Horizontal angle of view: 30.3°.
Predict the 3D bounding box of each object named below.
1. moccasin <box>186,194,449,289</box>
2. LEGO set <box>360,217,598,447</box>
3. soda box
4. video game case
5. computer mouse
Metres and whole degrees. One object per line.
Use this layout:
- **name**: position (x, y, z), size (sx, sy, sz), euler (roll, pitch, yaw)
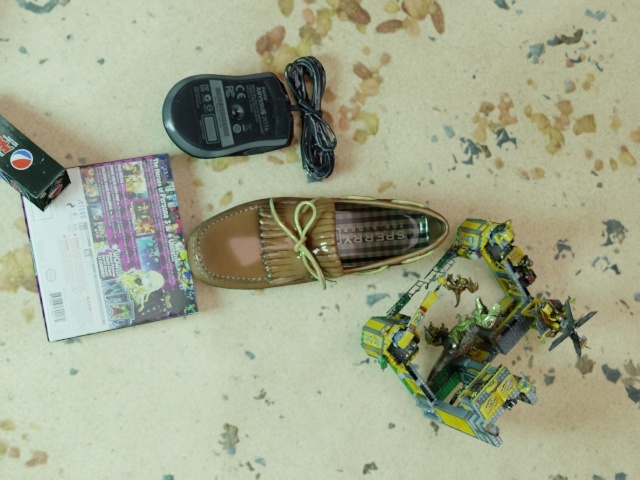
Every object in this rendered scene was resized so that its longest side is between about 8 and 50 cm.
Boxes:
- **moccasin**: position (0.000, 0.003, 1.679), size (0.380, 0.147, 0.139), euler (1, 85, -19)
- **LEGO set**: position (0.243, 0.132, 1.703), size (0.331, 0.192, 0.255), euler (-37, 116, -23)
- **soda box**: position (-0.412, -0.115, 1.564), size (0.169, 0.053, 0.060), euler (38, 73, 10)
- **video game case**: position (-0.292, 0.008, 1.630), size (0.210, 0.042, 0.232), euler (-11, 89, -19)
- **computer mouse**: position (-0.112, -0.170, 1.701), size (0.272, 0.072, 0.188), euler (-4, 85, -32)
